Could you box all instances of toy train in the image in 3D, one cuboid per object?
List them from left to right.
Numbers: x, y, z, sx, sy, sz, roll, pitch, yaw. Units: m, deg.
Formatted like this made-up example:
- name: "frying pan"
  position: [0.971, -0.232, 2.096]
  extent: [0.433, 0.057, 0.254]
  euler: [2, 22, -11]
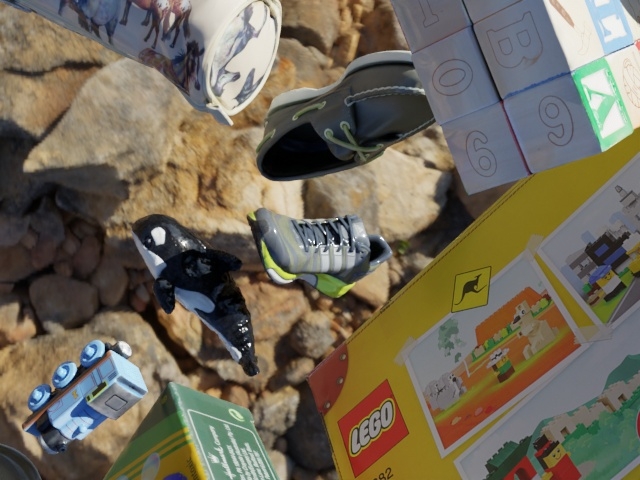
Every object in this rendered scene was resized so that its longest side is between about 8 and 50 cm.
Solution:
- name: "toy train"
  position: [-0.332, 0.220, 1.180]
  extent: [0.184, 0.105, 0.080]
  euler: [-40, 133, 2]

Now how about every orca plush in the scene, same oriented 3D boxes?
- name: "orca plush"
  position: [-0.157, 0.068, 1.245]
  extent: [0.102, 0.151, 0.287]
  euler: [-34, 83, 29]

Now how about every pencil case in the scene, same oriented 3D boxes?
- name: "pencil case"
  position: [-0.243, -0.300, 1.032]
  extent: [0.410, 0.160, 0.183]
  euler: [30, 92, 12]

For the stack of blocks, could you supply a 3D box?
- name: "stack of blocks"
  position: [0.080, -0.183, 0.458]
  extent: [0.171, 0.087, 0.297]
  euler: [-28, 98, -44]

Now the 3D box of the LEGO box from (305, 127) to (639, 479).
- name: "LEGO box"
  position: [0.254, 0.121, 0.688]
  extent: [0.193, 0.372, 0.500]
  euler: [34, 111, -33]

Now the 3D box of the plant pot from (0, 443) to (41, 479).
- name: "plant pot"
  position: [-0.475, 0.359, 1.082]
  extent: [0.236, 0.032, 0.236]
  euler: [-18, 118, -37]

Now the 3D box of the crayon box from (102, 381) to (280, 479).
- name: "crayon box"
  position: [-0.140, 0.294, 0.610]
  extent: [0.083, 0.203, 0.323]
  euler: [27, 102, -32]

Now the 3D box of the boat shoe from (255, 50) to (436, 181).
- name: "boat shoe"
  position: [0.033, -0.126, 0.932]
  extent: [0.109, 0.305, 0.091]
  euler: [34, 66, -30]

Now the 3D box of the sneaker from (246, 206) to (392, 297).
- name: "sneaker"
  position: [0.000, 0.000, 1.222]
  extent: [0.121, 0.111, 0.300]
  euler: [-30, 158, 21]
